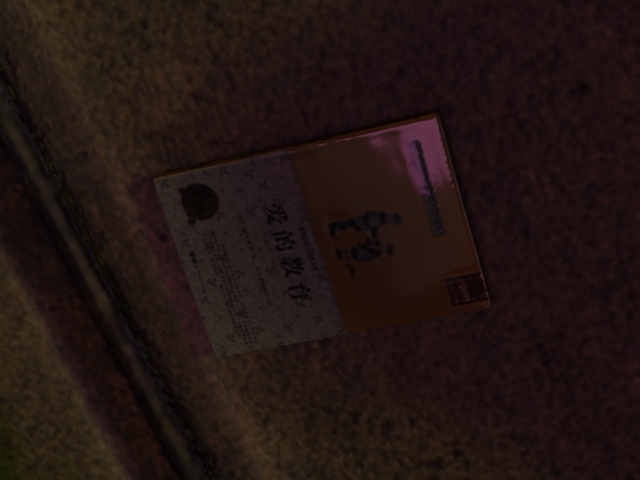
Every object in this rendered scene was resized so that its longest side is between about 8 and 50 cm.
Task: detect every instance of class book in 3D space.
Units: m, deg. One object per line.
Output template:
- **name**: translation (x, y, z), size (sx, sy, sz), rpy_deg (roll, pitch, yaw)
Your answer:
- **book**: translation (0.000, 0.000, 0.733), size (0.172, 0.012, 0.118), rpy_deg (-12, 109, 18)
